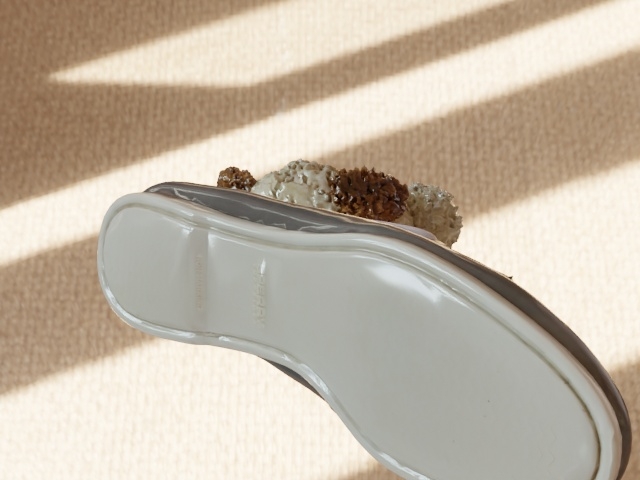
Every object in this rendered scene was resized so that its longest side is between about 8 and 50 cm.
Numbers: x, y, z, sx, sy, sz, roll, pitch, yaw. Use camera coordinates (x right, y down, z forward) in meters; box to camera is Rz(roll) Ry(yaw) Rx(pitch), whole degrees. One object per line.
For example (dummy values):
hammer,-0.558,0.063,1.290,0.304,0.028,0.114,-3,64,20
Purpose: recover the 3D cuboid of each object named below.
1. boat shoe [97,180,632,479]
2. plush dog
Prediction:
boat shoe,0.021,0.034,0.593,0.335,0.112,0.095,20,21,39
plush dog,0.000,0.000,1.270,0.262,0.225,0.211,-2,56,26
